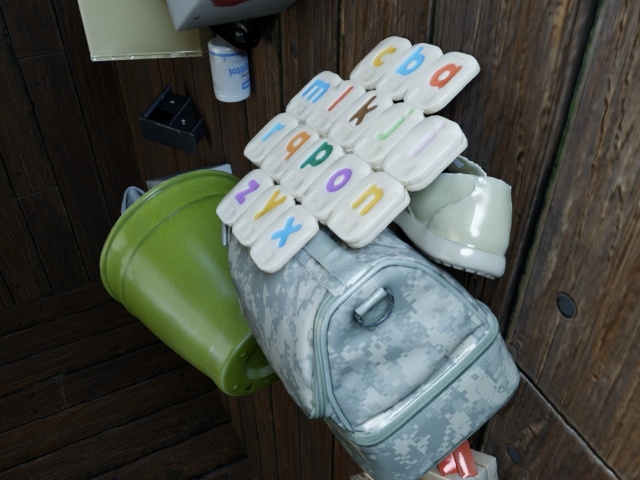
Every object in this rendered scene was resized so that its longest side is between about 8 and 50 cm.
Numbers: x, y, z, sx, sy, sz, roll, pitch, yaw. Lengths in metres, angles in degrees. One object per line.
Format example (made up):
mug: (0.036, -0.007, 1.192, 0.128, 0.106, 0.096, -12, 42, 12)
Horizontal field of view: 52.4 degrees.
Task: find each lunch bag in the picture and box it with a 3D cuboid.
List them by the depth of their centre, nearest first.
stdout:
lunch bag: (0.028, 0.068, 0.712, 0.256, 0.212, 0.305, 59, 170, -33)

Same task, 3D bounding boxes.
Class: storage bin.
storage bin: (-0.335, -0.495, 1.244, 0.123, 0.260, 0.262, -103, 11, -45)

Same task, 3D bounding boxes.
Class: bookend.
bookend: (-0.368, -0.322, 1.720, 0.157, 0.156, 0.072, 19, 142, 9)

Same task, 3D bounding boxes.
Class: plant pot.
plant pot: (-0.191, 0.108, 1.307, 0.353, 0.366, 0.366, 45, 149, 30)

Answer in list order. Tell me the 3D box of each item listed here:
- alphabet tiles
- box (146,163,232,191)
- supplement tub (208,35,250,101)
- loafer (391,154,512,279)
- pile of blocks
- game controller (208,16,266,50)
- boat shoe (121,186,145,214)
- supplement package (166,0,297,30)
alphabet tiles: (0.018, -0.094, 0.659, 0.021, 0.278, 0.284, 45, 178, -35)
box: (-0.330, -0.076, 1.717, 0.345, 0.168, 0.215, 13, 120, 67)
supplement tub: (-0.169, -0.322, 1.214, 0.071, 0.071, 0.107, 51, 153, 46)
loafer: (0.116, -0.046, 0.657, 0.092, 0.102, 0.268, -66, 25, 12)
pile of blocks: (0.093, 0.252, 0.889, 0.362, 0.149, 0.113, -149, 44, -62)
game controller: (-0.210, -0.448, 1.052, 0.319, 0.067, 0.166, 38, 153, 9)
boat shoe: (-0.452, -0.050, 1.650, 0.320, 0.118, 0.103, -132, 26, -62)
supplement package: (-0.098, -0.388, 0.801, 0.293, 0.177, 0.175, -167, 62, -69)
